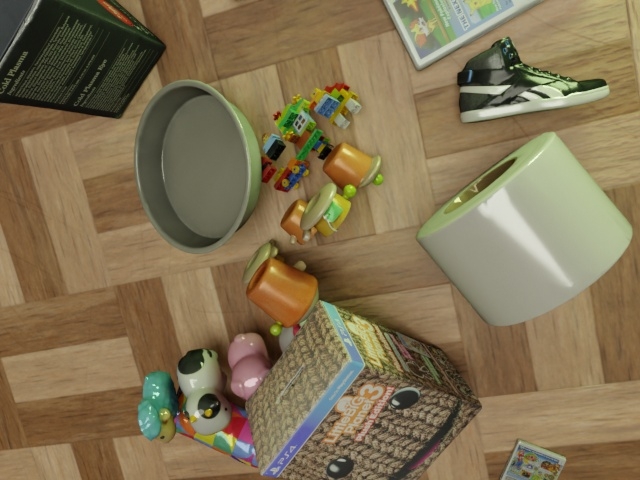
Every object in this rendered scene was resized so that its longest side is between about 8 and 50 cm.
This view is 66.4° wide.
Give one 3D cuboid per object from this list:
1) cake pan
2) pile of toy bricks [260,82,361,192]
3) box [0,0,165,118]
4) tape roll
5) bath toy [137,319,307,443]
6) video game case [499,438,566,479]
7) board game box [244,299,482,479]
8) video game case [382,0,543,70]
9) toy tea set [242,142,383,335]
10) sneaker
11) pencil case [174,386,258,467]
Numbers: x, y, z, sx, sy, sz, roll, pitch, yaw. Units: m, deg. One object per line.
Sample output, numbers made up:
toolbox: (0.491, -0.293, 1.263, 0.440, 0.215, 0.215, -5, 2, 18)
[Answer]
cake pan: (-0.215, -0.125, 0.851, 0.293, 0.054, 0.293, 7, 102, 34)
pile of toy bricks: (-0.044, -0.192, 0.835, 0.212, 0.118, 0.105, -50, 55, 24)
box: (-0.488, -0.380, 0.774, 0.343, 0.312, 0.179, 41, 105, 2)
tape roll: (0.285, -0.016, 0.716, 0.246, 0.246, 0.169, -41, 91, 15)
bath toy: (-0.141, 0.234, 0.865, 0.348, 0.129, 0.151, -25, 80, -2)
video game case: (0.384, 0.434, 0.898, 0.087, 0.011, 0.122, 19, 104, 8)
board game box: (0.068, 0.268, 0.797, 0.291, 0.141, 0.232, 25, 107, -29)
video game case: (0.213, -0.486, 0.754, 0.300, 0.036, 0.329, -27, 95, 15)
toy tea set: (0.000, 0.000, 0.820, 0.124, 0.200, 0.336, 34, 104, -17)
sneaker: (0.321, -0.256, 0.749, 0.216, 0.079, 0.121, -7, 100, 14)
pencil case: (-0.183, 0.362, 0.959, 0.236, 0.104, 0.104, 24, 104, 6)
